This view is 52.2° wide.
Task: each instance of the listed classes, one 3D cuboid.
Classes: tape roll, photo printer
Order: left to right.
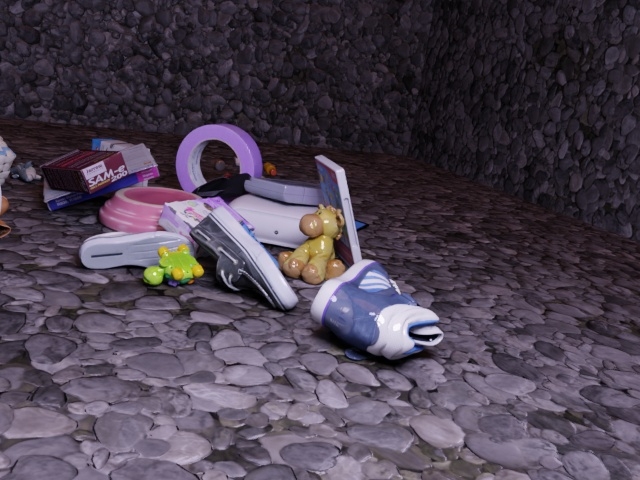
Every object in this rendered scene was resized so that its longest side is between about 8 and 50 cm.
[{"bbox_3d":[-0.334,-0.245,2.157,0.274,0.275,0.090,12,16,13],"label":"tape roll"},{"bbox_3d":[-0.125,-0.061,1.922,0.307,0.107,0.256,10,15,7],"label":"photo printer"}]

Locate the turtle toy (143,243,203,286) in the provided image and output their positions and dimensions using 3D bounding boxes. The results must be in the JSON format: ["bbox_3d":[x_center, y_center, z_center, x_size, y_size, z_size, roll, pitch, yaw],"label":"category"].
[{"bbox_3d":[-0.325,0.064,1.433,0.130,0.066,0.095,-8,46,-41],"label":"turtle toy"}]

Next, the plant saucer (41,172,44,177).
[{"bbox_3d":[-0.890,-0.217,2.229,0.119,0.021,0.119,9,15,-2],"label":"plant saucer"}]

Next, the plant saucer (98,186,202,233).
[{"bbox_3d":[-0.464,-0.089,1.885,0.331,0.084,0.332,8,14,-2],"label":"plant saucer"}]

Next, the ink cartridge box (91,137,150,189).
[{"bbox_3d":[-0.696,-0.264,2.267,0.203,0.148,0.085,17,16,30],"label":"ink cartridge box"}]

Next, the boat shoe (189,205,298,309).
[{"bbox_3d":[-0.176,0.059,1.456,0.119,0.121,0.335,-39,52,-10],"label":"boat shoe"}]

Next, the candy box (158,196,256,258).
[{"bbox_3d":[-0.298,-0.037,1.725,0.164,0.070,0.196,39,29,26],"label":"candy box"}]

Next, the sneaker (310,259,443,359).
[{"bbox_3d":[0.140,0.148,1.314,0.236,0.130,0.322,25,15,19],"label":"sneaker"}]

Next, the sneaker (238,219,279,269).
[{"bbox_3d":[-0.184,0.007,1.595,0.209,0.082,0.069,32,26,-2],"label":"sneaker"}]

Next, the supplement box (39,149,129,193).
[{"bbox_3d":[-0.649,-0.192,1.794,0.239,0.073,0.130,9,34,43],"label":"supplement box"}]

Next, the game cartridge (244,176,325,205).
[{"bbox_3d":[-0.059,-0.146,1.979,0.198,0.062,0.297,22,14,39],"label":"game cartridge"}]

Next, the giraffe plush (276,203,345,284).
[{"bbox_3d":[0.000,0.000,1.648,0.181,0.171,0.210,18,18,32],"label":"giraffe plush"}]

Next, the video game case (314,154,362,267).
[{"bbox_3d":[0.049,-0.072,1.744,0.025,0.286,0.204,-16,21,-11],"label":"video game case"}]

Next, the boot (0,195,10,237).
[{"bbox_3d":[-0.802,-0.049,1.583,0.152,0.073,0.197,14,28,24],"label":"boot"}]

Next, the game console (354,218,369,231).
[{"bbox_3d":[0.090,-0.089,2.200,0.085,0.124,0.144,-14,5,25],"label":"game console"}]

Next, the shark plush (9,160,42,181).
[{"bbox_3d":[-1.000,-0.229,2.162,0.161,0.073,0.067,19,48,19],"label":"shark plush"}]

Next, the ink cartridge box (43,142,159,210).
[{"bbox_3d":[-0.654,-0.184,1.949,0.323,0.072,0.330,-20,26,-14],"label":"ink cartridge box"}]

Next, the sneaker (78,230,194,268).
[{"bbox_3d":[-0.424,0.012,1.515,0.257,0.094,0.091,1,21,-23],"label":"sneaker"}]

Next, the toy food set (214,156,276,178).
[{"bbox_3d":[-0.291,-0.256,2.529,0.232,0.111,0.104,6,15,-20],"label":"toy food set"}]

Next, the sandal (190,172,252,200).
[{"bbox_3d":[-0.324,-0.166,2.061,0.254,0.097,0.054,-17,-38,27],"label":"sandal"}]

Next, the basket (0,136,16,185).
[{"bbox_3d":[-1.093,-0.281,1.951,0.289,0.201,0.254,44,22,8],"label":"basket"}]
